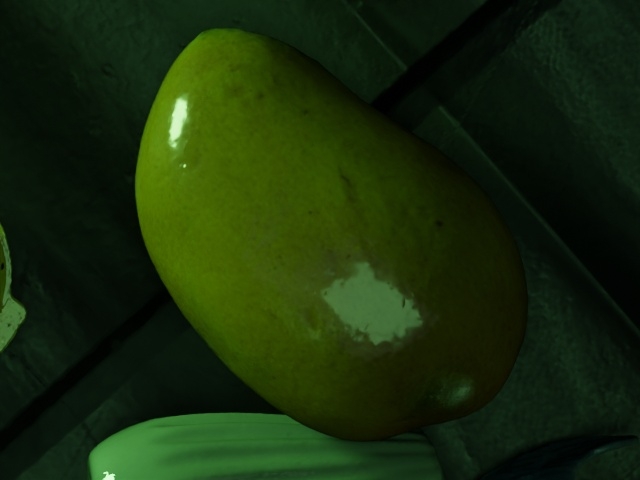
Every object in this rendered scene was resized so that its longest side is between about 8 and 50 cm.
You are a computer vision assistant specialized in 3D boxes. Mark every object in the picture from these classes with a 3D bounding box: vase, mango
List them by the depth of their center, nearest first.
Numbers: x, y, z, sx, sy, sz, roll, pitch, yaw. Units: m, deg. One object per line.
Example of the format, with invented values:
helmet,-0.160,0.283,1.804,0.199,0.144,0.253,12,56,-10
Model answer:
mango,0.000,0.000,1.185,0.211,0.173,0.317,-43,90,0
vase,-0.037,0.180,1.226,0.248,0.128,0.128,-6,97,-11

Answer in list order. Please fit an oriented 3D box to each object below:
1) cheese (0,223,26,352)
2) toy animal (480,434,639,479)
cheese,-0.321,0.002,1.214,0.250,0.064,0.156,35,92,5
toy animal,0.155,0.247,1.229,0.176,0.239,0.255,29,138,-33
